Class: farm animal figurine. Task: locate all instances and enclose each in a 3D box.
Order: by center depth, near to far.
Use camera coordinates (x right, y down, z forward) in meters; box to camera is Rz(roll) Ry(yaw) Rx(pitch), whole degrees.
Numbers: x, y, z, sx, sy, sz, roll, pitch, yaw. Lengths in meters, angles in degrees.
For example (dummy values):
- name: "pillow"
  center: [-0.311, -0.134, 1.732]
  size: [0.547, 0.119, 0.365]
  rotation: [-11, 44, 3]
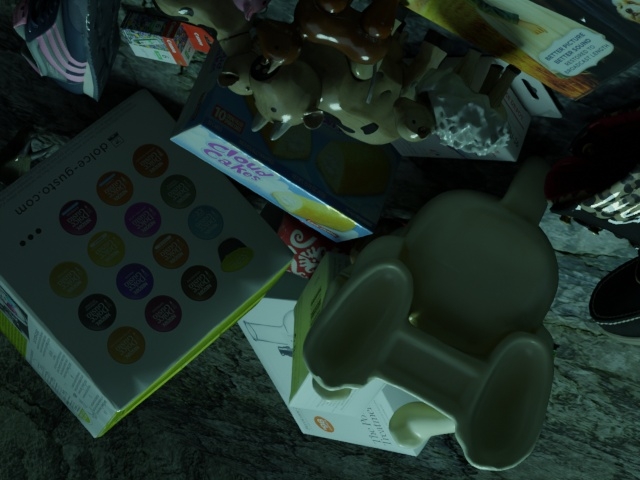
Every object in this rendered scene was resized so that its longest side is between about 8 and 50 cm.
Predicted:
- name: "farm animal figurine"
  center: [-0.013, -0.180, 1.209]
  size: [0.327, 0.172, 0.330]
  rotation: [23, -172, -38]

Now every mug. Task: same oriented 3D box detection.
- name: "mug"
  center: [-0.004, 0.009, 1.883]
  size: [0.169, 0.113, 0.150]
  rotation: [27, 162, -22]

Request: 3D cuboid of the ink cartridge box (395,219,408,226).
- name: "ink cartridge box"
  center: [0.201, 0.058, 1.837]
  size: [0.231, 0.078, 0.134]
  rotation: [20, 160, 7]

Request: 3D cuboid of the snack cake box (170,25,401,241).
- name: "snack cake box"
  center: [-0.033, -0.128, 1.497]
  size: [0.264, 0.152, 0.089]
  rotation: [31, 158, -25]

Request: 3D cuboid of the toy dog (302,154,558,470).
- name: "toy dog"
  center: [0.135, 0.069, 1.566]
  size: [0.284, 0.395, 0.408]
  rotation: [19, 177, -3]

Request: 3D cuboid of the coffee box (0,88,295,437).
- name: "coffee box"
  center: [-0.295, 0.048, 1.802]
  size: [0.334, 0.337, 0.338]
  rotation: [48, 158, 2]

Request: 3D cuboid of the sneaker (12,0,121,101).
- name: "sneaker"
  center: [-0.318, -0.268, 1.493]
  size: [0.131, 0.112, 0.319]
  rotation: [20, 159, -4]

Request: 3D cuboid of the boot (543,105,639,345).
- name: "boot"
  center: [0.375, -0.009, 1.398]
  size: [0.284, 0.138, 0.377]
  rotation: [28, 155, -20]

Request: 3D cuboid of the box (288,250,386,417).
- name: "box"
  center: [0.035, 0.143, 1.834]
  size: [0.119, 0.181, 0.182]
  rotation: [12, 144, -13]

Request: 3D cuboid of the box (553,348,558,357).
- name: "box"
  center: [0.338, 0.203, 2.120]
  size: [0.105, 0.043, 0.179]
  rotation: [22, 158, -1]

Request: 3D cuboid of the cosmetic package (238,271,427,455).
- name: "cosmetic package"
  center: [0.019, 0.215, 2.230]
  size: [0.284, 0.097, 0.377]
  rotation: [5, 133, 43]

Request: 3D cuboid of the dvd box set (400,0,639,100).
- name: "dvd box set"
  center: [0.133, -0.286, 1.053]
  size: [0.420, 0.062, 0.307]
  rotation: [27, 160, -13]

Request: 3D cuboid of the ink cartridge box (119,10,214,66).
- name: "ink cartridge box"
  center: [-0.187, -0.248, 1.527]
  size: [0.115, 0.029, 0.063]
  rotation: [15, 159, 19]

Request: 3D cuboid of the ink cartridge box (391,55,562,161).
- name: "ink cartridge box"
  center: [0.157, -0.147, 1.374]
  size: [0.198, 0.067, 0.115]
  rotation: [5, 153, 38]

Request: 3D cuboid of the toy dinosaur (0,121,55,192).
- name: "toy dinosaur"
  center: [-0.530, -0.057, 2.074]
  size: [0.160, 0.121, 0.313]
  rotation: [33, 135, 38]
